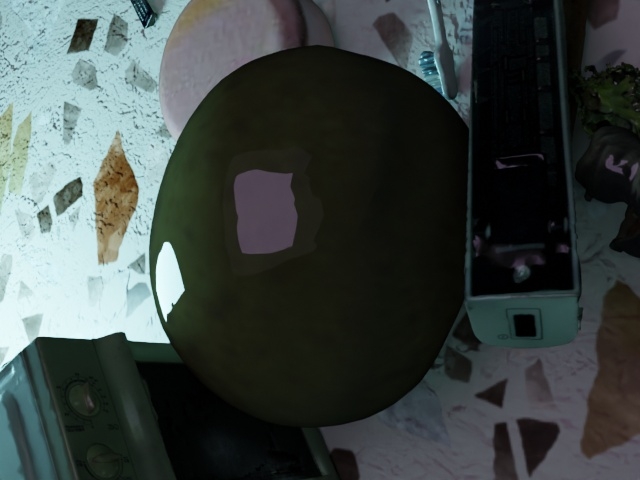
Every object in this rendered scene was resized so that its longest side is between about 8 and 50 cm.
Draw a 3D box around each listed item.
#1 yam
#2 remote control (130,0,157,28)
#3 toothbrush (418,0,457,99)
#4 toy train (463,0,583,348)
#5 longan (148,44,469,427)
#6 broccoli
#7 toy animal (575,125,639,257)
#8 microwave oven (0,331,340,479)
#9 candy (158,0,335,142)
[{"bbox_3d":[0.235,-0.173,0.846,0.046,0.046,0.264,3,83,37],"label":"yam"},{"bbox_3d":[-0.265,-0.352,1.271,0.034,0.016,0.091,-53,55,37],"label":"remote control"},{"bbox_3d":[0.094,-0.338,0.904,0.040,0.040,0.386,-5,103,36],"label":"toothbrush"},{"bbox_3d":[0.178,-0.104,0.754,0.086,0.088,0.407,-4,55,18],"label":"toy train"},{"bbox_3d":[0.000,0.000,0.834,0.361,0.361,0.361,-7,78,36],"label":"longan"},{"bbox_3d":[0.271,-0.119,0.781,0.095,0.092,0.097,-7,91,57],"label":"broccoli"},{"bbox_3d":[0.297,-0.042,0.619,0.106,0.168,0.343,-53,18,-6],"label":"toy animal"},{"bbox_3d":[-0.203,0.243,0.913,0.286,0.355,0.218,-39,62,27],"label":"microwave oven"},{"bbox_3d":[-0.090,-0.208,1.066,0.255,0.094,0.255,-7,78,36],"label":"candy"}]
